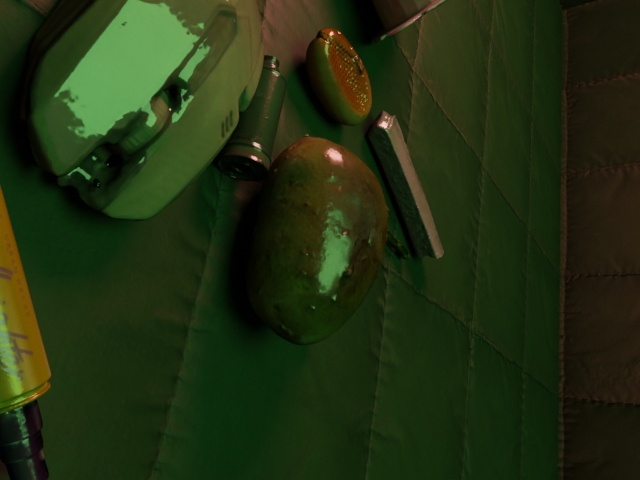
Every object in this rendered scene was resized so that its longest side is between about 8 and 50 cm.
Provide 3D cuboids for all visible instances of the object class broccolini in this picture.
[{"bbox_3d":[0.127,-0.021,1.136,0.071,0.057,0.254,-47,134,7],"label":"broccolini"}]

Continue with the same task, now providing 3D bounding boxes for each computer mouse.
[{"bbox_3d":[-0.169,-0.226,0.659,0.228,0.145,0.429,49,48,-43],"label":"computer mouse"}]

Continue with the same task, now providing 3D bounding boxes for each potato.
[{"bbox_3d":[-0.007,0.000,0.832,0.210,0.173,0.308,36,61,-41],"label":"potato"}]

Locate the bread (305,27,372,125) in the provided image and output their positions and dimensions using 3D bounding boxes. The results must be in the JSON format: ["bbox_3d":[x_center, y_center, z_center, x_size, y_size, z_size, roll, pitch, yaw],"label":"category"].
[{"bbox_3d":[0.028,-0.287,1.010,0.114,0.077,0.189,-53,131,-19],"label":"bread"}]

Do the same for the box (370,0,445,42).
[{"bbox_3d":[0.156,-0.544,1.124,0.291,0.262,0.206,-47,111,-36],"label":"box"}]

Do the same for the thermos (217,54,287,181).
[{"bbox_3d":[-0.097,-0.184,0.822,0.083,0.073,0.188,17,66,-18],"label":"thermos"}]

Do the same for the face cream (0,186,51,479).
[{"bbox_3d":[-0.288,0.088,0.498,0.078,0.078,0.274,-21,103,-54],"label":"face cream"}]

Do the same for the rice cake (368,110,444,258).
[{"bbox_3d":[0.187,-0.105,1.227,0.365,0.056,0.073,64,34,-27],"label":"rice cake"}]
